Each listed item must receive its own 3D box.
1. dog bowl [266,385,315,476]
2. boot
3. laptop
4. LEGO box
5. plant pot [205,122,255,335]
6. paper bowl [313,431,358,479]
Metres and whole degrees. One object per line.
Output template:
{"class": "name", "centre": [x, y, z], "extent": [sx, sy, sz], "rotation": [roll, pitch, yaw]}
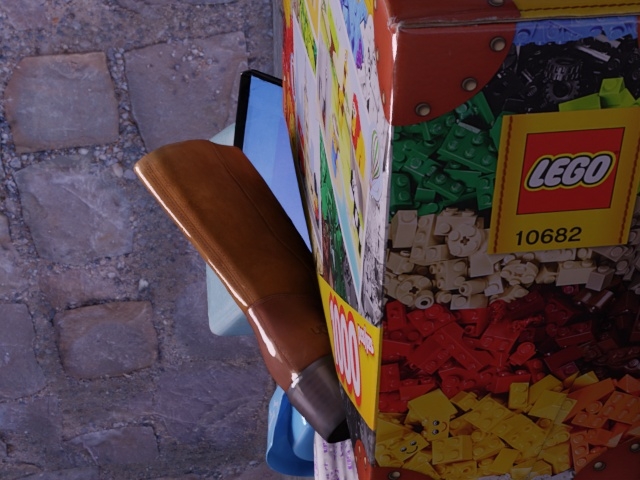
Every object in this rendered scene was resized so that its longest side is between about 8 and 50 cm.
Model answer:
{"class": "dog bowl", "centre": [0.027, 0.188, 1.617], "extent": [0.297, 0.166, 0.074], "rotation": [115, 149, -49]}
{"class": "boot", "centre": [-0.011, 0.038, 1.139], "extent": [0.096, 0.264, 0.280], "rotation": [-49, 67, 26]}
{"class": "laptop", "centre": [0.000, 0.000, 1.300], "extent": [0.264, 0.136, 0.234], "rotation": [-106, 18, -44]}
{"class": "LEGO box", "centre": [0.092, -0.114, 0.945], "extent": [0.500, 0.193, 0.372], "rotation": [-102, 11, -52]}
{"class": "plant pot", "centre": [0.009, -0.035, 1.569], "extent": [0.252, 0.247, 0.247], "rotation": [140, 127, -67]}
{"class": "paper bowl", "centre": [0.070, 0.347, 1.497], "extent": [0.284, 0.148, 0.284], "rotation": [178, 90, -89]}
